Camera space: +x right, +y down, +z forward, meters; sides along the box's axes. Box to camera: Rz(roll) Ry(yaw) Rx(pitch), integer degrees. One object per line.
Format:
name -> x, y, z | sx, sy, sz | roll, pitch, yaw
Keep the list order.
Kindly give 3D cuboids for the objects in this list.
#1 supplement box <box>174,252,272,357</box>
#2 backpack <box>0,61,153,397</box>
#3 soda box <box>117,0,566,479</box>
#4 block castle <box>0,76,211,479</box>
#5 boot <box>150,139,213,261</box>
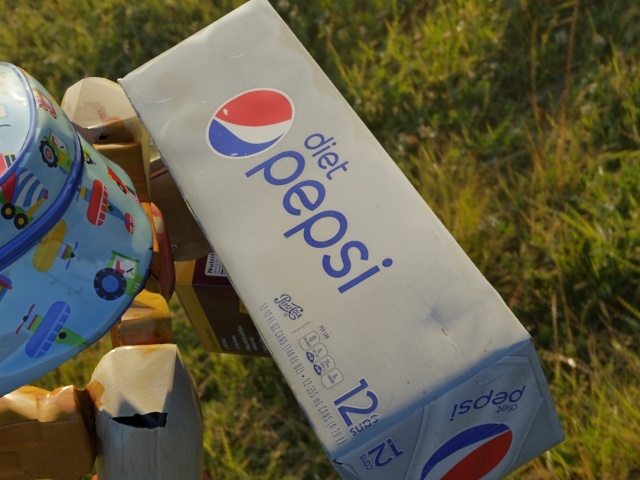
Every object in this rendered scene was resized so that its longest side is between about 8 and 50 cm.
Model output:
supplement box -> -0.026, 0.027, 1.136 | 0.194, 0.191, 0.129 | 4, 65, 7
backpack -> -0.152, -0.002, 0.394 | 0.173, 0.117, 0.158 | -25, 34, -6
soda box -> 0.000, 0.000, 0.577 | 0.098, 0.091, 0.286 | -32, 48, -3
block castle -> -0.293, 0.080, 0.638 | 0.453, 0.212, 0.303 | -6, 45, -12
boot -> -0.150, -0.014, 0.929 | 0.305, 0.115, 0.112 | -31, 23, -28
